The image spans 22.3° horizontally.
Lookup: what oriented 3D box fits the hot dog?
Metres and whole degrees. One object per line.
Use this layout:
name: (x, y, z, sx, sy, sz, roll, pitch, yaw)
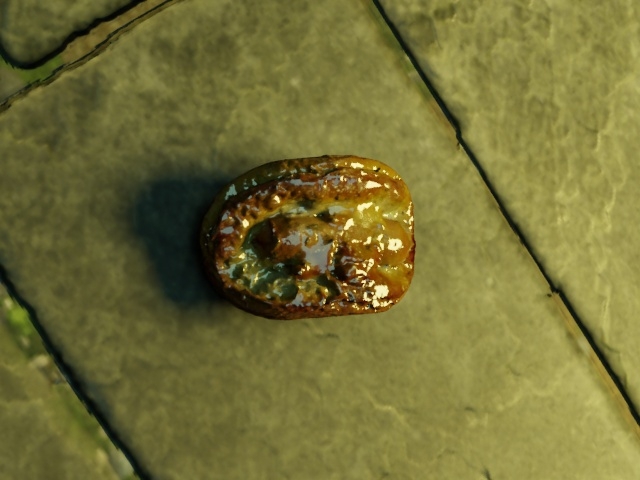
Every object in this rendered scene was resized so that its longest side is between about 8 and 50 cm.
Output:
hot dog: (-0.001, -0.001, 0.987, 0.147, 0.065, 0.099, 1, 87, -32)
